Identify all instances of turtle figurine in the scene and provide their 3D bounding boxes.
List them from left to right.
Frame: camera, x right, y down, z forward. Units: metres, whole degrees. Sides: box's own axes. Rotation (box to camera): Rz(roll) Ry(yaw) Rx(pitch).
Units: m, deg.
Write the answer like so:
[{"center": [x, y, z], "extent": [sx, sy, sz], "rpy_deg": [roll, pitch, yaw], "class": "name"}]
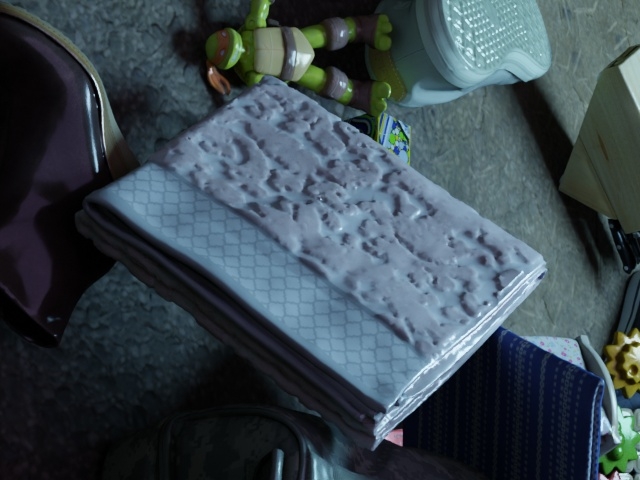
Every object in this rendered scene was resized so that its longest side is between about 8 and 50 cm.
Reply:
[{"center": [-0.035, -0.177, 1.667], "extent": [0.217, 0.087, 0.269], "rpy_deg": [4, 78, -31], "class": "turtle figurine"}]

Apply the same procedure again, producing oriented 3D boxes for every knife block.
[{"center": [0.436, -0.077, 2.044], "extent": [0.088, 0.242, 0.276], "rpy_deg": [-40, 152, -47], "class": "knife block"}]

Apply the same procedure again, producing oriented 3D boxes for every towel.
[{"center": [0.000, 0.000, 1.430], "extent": [0.332, 0.053, 0.317], "rpy_deg": [36, 39, 13], "class": "towel"}, {"center": [0.164, 0.191, 1.508], "extent": [0.040, 0.336, 0.243], "rpy_deg": [-7, 106, -24], "class": "towel"}]

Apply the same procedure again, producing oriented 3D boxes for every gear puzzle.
[{"center": [0.392, 0.275, 1.976], "extent": [0.175, 0.044, 0.339], "rpy_deg": [5, 82, -24], "class": "gear puzzle"}]

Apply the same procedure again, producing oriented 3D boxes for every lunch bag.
[{"center": [-0.012, 0.253, 1.418], "extent": [0.305, 0.256, 0.212], "rpy_deg": [21, 54, -42], "class": "lunch bag"}]

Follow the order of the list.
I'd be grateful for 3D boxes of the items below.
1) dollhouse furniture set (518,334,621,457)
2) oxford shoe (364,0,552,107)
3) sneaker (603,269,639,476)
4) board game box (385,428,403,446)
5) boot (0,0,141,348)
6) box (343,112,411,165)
[{"center": [0.316, 0.166, 1.775], "extent": [0.303, 0.174, 0.355], "rpy_deg": [5, 56, -33], "class": "dollhouse furniture set"}, {"center": [0.166, -0.243, 1.902], "extent": [0.169, 0.130, 0.449], "rpy_deg": [66, 26, -2], "class": "oxford shoe"}, {"center": [0.445, 0.162, 2.087], "extent": [0.126, 0.127, 0.321], "rpy_deg": [42, 52, -34], "class": "sneaker"}, {"center": [0.093, 0.294, 1.705], "extent": [0.147, 0.045, 0.193], "rpy_deg": [-1, 79, -49], "class": "board game box"}, {"center": [-0.251, -0.058, 1.383], "extent": [0.248, 0.090, 0.207], "rpy_deg": [55, 42, -28], "class": "boot"}, {"center": [0.058, -0.051, 1.763], "extent": [0.059, 0.054, 0.169], "rpy_deg": [22, 62, -44], "class": "box"}]
